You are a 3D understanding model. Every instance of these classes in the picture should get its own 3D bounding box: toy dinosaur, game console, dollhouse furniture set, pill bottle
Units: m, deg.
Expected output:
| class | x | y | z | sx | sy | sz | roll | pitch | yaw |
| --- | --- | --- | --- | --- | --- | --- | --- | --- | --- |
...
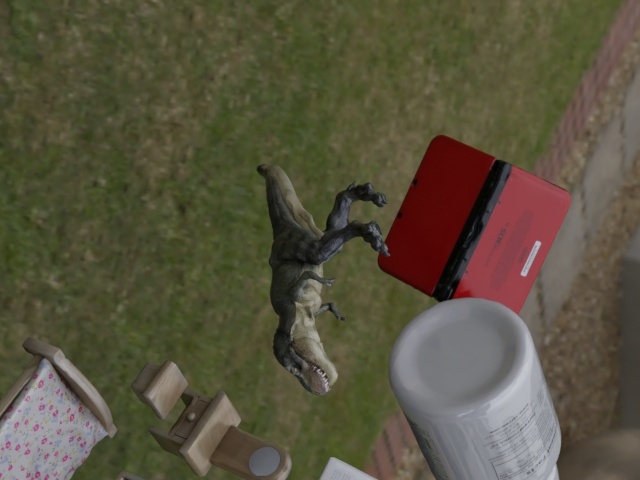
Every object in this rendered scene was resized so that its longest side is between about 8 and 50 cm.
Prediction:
| class | x | y | z | sx | sy | sz | roll | pitch | yaw |
| --- | --- | --- | --- | --- | --- | --- | --- | --- | --- |
| toy dinosaur | 0.000 | 0.000 | 1.065 | 0.064 | 0.118 | 0.268 | 47 | 24 | -43 |
| game console | 0.145 | -0.009 | 1.166 | 0.124 | 0.085 | 0.144 | 22 | 97 | -22 |
| dollhouse furniture set | -0.187 | 0.200 | 1.108 | 0.303 | 0.174 | 0.355 | -56 | 146 | -27 |
| pill bottle | 0.153 | 0.169 | 1.139 | 0.131 | 0.131 | 0.229 | -60 | 144 | -30 |

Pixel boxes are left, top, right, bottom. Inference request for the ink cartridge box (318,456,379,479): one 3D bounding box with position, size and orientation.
| class | x | y | z | sx | sy | sz | roll | pitch | yaw |
| --- | --- | --- | --- | --- | --- | --- | --- | --- | --- |
| ink cartridge box | 0.072 | 0.396 | 1.548 | 0.158 | 0.218 | 0.092 | -62 | 175 | -20 |
